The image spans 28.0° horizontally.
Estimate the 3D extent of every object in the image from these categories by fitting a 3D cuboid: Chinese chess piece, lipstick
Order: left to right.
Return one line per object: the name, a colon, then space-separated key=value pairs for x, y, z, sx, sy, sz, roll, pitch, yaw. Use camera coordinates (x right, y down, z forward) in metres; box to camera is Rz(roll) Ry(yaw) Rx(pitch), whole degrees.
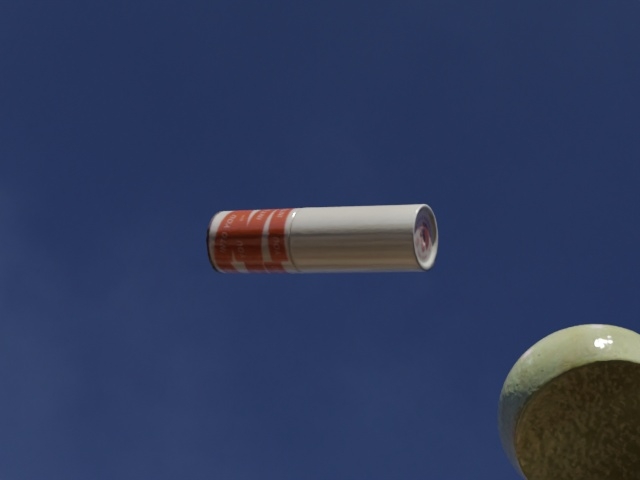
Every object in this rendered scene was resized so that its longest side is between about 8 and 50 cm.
lipstick: x=0.000 y=0.000 z=0.733 sx=0.131 sy=0.038 sz=0.038 roll=-1 pitch=-49 yaw=26
Chinese chess piece: x=0.326 y=0.212 z=1.541 sx=0.238 sy=0.092 sz=0.237 roll=-3 pitch=-65 yaw=-6
